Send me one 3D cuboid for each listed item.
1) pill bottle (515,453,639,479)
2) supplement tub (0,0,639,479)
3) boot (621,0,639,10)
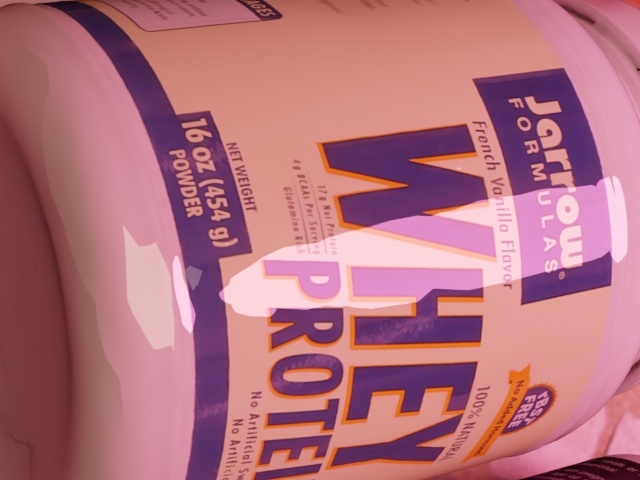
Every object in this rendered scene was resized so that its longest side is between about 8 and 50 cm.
[{"bbox_3d":[0.111,0.216,0.850,0.323,0.181,0.181,-10,98,-31],"label":"pill bottle"},{"bbox_3d":[0.000,0.000,0.738,0.325,0.235,0.235,-11,98,-31],"label":"supplement tub"},{"bbox_3d":[0.156,-0.113,0.915,0.152,0.197,0.073,37,89,11],"label":"boot"}]
